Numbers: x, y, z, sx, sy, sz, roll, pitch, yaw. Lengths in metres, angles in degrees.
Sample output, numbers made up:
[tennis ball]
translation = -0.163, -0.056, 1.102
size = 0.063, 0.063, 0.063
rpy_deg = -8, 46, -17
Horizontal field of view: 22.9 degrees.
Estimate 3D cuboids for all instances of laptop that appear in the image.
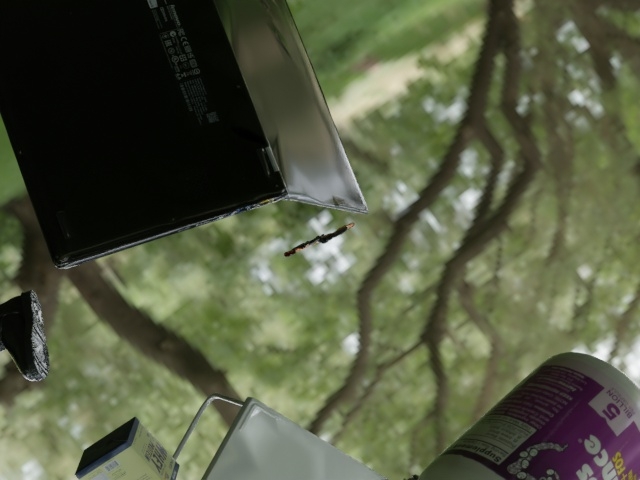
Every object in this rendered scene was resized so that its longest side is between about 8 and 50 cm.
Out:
[laptop]
translation = -0.172, -0.175, 1.815
size = 0.407, 0.382, 0.236
rpy_deg = -18, 168, -15

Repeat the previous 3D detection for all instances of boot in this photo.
[boot]
translation = -0.335, 0.109, 1.628
size = 0.099, 0.045, 0.121
rpy_deg = -19, -131, 4

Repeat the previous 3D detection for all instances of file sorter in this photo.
[file sorter]
translation = -0.060, 0.348, 2.095
size = 0.193, 0.277, 0.173
rpy_deg = -61, -157, -11

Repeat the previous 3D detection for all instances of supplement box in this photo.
[supplement box]
translation = -0.224, 0.268, 1.840
size = 0.083, 0.083, 0.056
rpy_deg = -33, -162, 18

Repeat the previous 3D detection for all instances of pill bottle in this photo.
[pill bottle]
translation = 0.203, 0.259, 1.615
size = 0.301, 0.169, 0.169
rpy_deg = -37, -175, -32

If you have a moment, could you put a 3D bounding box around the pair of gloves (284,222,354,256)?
[pair of gloves]
translation = 0.000, 0.000, 2.052
size = 0.083, 0.010, 0.074
rpy_deg = -22, -176, 34

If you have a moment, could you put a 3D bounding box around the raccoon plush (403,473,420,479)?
[raccoon plush]
translation = 0.102, 0.501, 2.010
size = 0.446, 0.299, 0.216
rpy_deg = -29, 147, -14
